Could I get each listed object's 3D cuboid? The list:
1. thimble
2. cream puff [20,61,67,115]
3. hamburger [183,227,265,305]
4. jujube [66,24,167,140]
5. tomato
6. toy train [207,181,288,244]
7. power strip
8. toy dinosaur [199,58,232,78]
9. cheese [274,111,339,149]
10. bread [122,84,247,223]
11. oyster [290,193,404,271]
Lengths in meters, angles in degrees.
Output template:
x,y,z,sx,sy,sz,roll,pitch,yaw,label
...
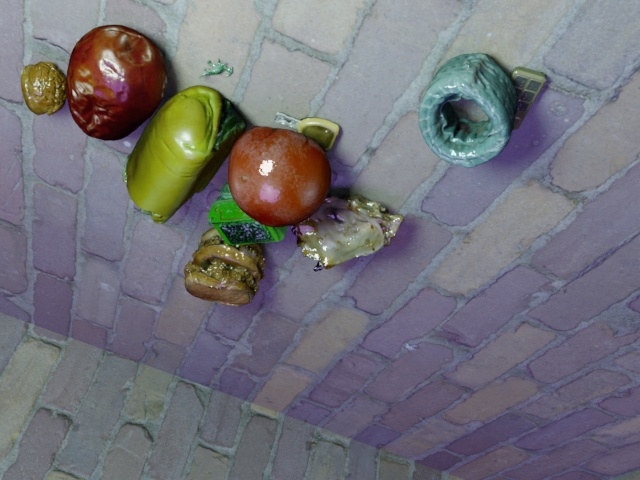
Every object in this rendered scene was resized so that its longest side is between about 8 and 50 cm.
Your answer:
x,y,z,sx,sy,sz,roll,pitch,yaw,label
0.321,-0.286,1.357,0.198,0.143,0.235,10,140,21,thimble
-0.703,-0.390,1.613,0.103,0.127,0.144,0,152,-6,cream puff
-0.292,0.090,2.005,0.245,0.212,0.260,25,148,-24,hamburger
-0.493,-0.368,1.508,0.223,0.223,0.318,28,144,-17,jujube
-0.107,-0.155,1.567,0.264,0.265,0.265,9,142,7,tomato
-0.195,-0.083,1.773,0.243,0.188,0.132,-4,138,24,toy train
0.435,-0.310,1.404,0.076,0.028,0.169,15,142,-1,power strip
-0.251,-0.408,1.520,0.062,0.021,0.083,20,143,-28,toy dinosaur
-0.037,-0.287,1.587,0.162,0.036,0.086,20,141,-7,cheese
-0.357,-0.230,1.610,0.208,0.251,0.376,44,139,-9,bread
0.065,-0.057,1.778,0.361,0.096,0.221,-22,107,36,oyster
